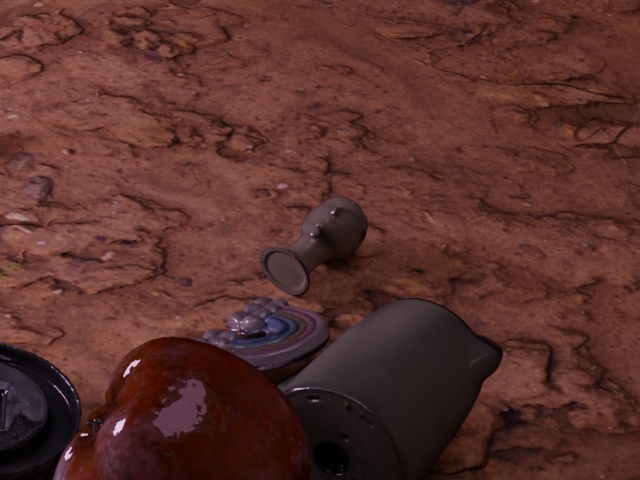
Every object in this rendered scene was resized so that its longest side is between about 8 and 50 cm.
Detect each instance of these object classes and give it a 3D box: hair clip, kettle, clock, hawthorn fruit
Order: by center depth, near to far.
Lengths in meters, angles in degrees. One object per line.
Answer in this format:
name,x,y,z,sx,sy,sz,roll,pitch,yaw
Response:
hawthorn fruit,-0.116,0.205,1.803,0.263,0.235,0.231,3,24,-27
clock,-0.349,0.179,1.939,0.215,0.042,0.215,9,33,-6
kettle,0.037,0.168,1.997,0.240,0.165,0.255,-4,22,30
hair clip,-0.068,0.120,2.112,0.140,0.054,0.220,3,23,35

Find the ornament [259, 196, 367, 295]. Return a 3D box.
ornament,0.000,0.000,2.301,0.075,0.081,0.156,32,41,19
